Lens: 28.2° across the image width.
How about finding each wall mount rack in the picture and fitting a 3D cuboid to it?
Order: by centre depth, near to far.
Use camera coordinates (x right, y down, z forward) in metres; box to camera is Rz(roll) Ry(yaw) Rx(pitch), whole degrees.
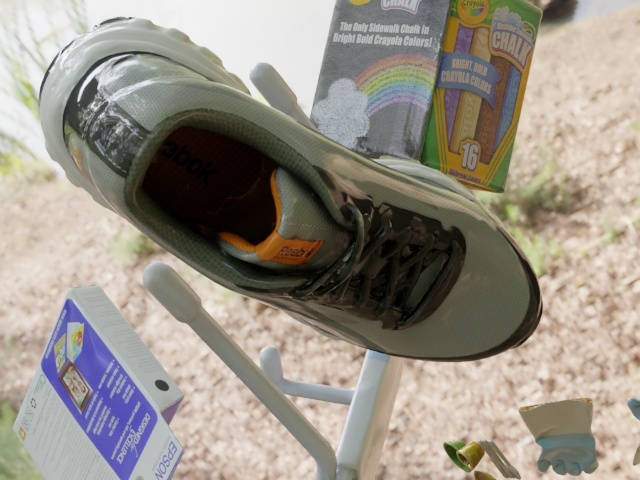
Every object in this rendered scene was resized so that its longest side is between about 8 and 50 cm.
[{"bbox_3d":[-0.016,0.075,0.838,0.130,0.304,0.350,11,42,8],"label":"wall mount rack"}]

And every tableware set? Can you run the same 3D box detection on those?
[{"bbox_3d":[0.174,0.247,1.185,0.024,0.154,0.104,-40,6,-19],"label":"tableware set"}]

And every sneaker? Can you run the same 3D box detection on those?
[{"bbox_3d":[0.000,0.000,0.580,0.100,0.271,0.108,-58,31,11],"label":"sneaker"}]

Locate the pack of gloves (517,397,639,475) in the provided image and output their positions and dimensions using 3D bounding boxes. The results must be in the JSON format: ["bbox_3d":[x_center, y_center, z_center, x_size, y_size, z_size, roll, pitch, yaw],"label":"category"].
[{"bbox_3d":[0.343,0.241,1.480,0.195,0.232,0.046,-11,59,11],"label":"pack of gloves"}]

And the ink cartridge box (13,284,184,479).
[{"bbox_3d":[-0.202,0.184,1.204,0.208,0.045,0.206,50,129,28],"label":"ink cartridge box"}]

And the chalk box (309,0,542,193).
[{"bbox_3d":[0.094,-0.161,1.090,0.132,0.132,0.213,13,89,42],"label":"chalk box"}]

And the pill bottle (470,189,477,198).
[{"bbox_3d":[0.104,-0.083,1.449,0.108,0.194,0.108,-23,24,11],"label":"pill bottle"}]
